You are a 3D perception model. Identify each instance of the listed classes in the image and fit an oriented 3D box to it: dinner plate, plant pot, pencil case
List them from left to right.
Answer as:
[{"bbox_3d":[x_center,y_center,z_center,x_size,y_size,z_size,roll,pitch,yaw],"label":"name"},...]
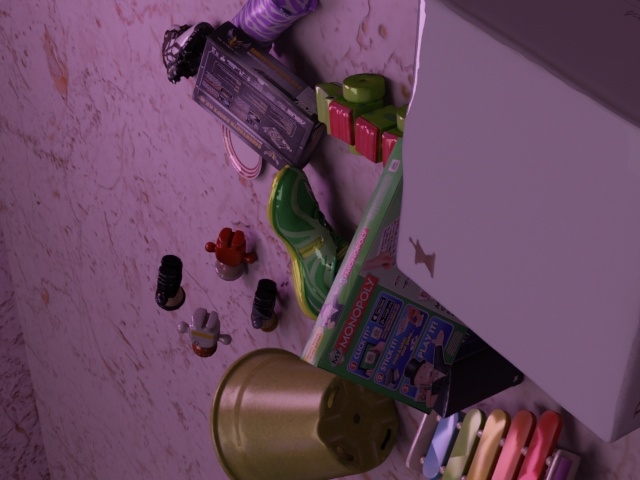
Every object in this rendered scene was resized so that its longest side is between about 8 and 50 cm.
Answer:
[{"bbox_3d":[-0.142,-0.182,2.380,0.141,0.017,0.141,39,140,43],"label":"dinner plate"},{"bbox_3d":[-0.082,-0.366,2.098,0.206,0.088,0.086,-27,46,61],"label":"pencil case"},{"bbox_3d":[-0.011,0.318,2.257,0.254,0.276,0.276,-11,98,50],"label":"plant pot"}]

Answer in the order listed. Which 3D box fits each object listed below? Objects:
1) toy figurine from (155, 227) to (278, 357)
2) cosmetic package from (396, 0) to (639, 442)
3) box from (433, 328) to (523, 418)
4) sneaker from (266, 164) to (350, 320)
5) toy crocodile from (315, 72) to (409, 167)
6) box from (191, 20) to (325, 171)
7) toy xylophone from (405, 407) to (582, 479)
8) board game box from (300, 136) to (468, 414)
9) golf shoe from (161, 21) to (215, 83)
[{"bbox_3d":[-0.198,0.106,2.464,0.209,0.213,0.148,53,157,23],"label":"toy figurine"},{"bbox_3d":[0.328,-0.082,1.244,0.327,0.394,0.329,42,142,41],"label":"cosmetic package"},{"bbox_3d":[0.181,0.142,1.892,0.207,0.153,0.108,39,138,41],"label":"box"},{"bbox_3d":[0.000,0.000,2.167,0.124,0.109,0.295,-3,120,32],"label":"sneaker"},{"bbox_3d":[0.088,-0.161,1.906,0.340,0.105,0.115,35,136,47],"label":"toy crocodile"},{"bbox_3d":[-0.101,-0.230,2.145,0.231,0.056,0.183,40,150,8],"label":"box"},{"bbox_3d":[0.251,0.359,1.889,0.323,0.081,0.236,-1,69,55],"label":"toy xylophone"},{"bbox_3d":[0.125,0.050,1.707,0.046,0.214,0.317,20,84,56],"label":"board game box"},{"bbox_3d":[-0.258,-0.370,2.398,0.093,0.077,0.198,65,150,9],"label":"golf shoe"}]
